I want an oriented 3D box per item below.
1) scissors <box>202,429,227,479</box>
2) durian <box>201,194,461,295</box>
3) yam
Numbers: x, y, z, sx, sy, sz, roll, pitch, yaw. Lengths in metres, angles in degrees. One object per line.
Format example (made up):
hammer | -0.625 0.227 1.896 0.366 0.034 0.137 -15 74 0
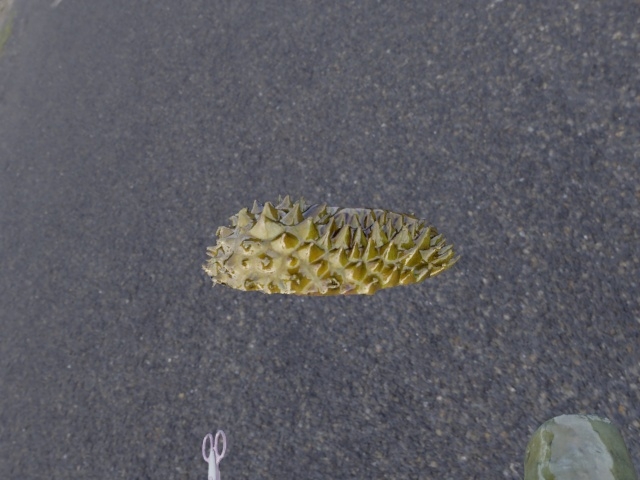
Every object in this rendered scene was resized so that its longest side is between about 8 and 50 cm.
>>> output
scissors | -0.212 0.474 1.099 0.085 0.022 0.176 -28 55 39
durian | 0.001 0.001 0.684 0.341 0.191 0.112 3 95 12
yam | 0.237 0.261 0.487 0.107 0.107 0.194 -20 32 29
